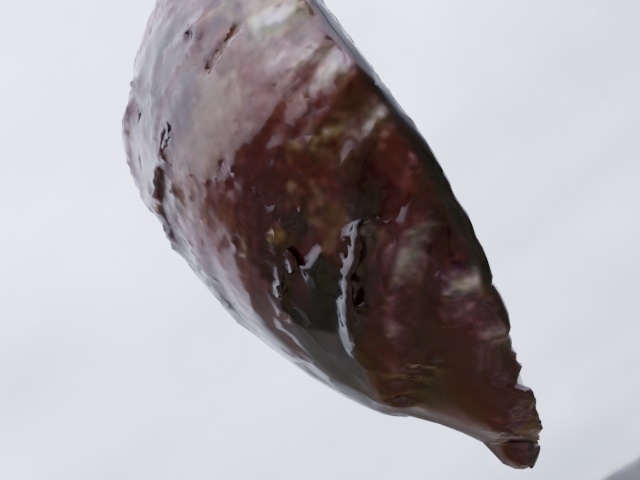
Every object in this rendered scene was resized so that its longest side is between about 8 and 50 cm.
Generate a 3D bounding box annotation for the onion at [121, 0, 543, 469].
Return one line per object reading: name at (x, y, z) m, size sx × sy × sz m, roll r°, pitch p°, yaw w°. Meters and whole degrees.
onion at (0.000, 0.000, 0.725) m, size 0.146 × 0.280 × 0.314 m, roll -27°, pitch -28°, yaw -3°
